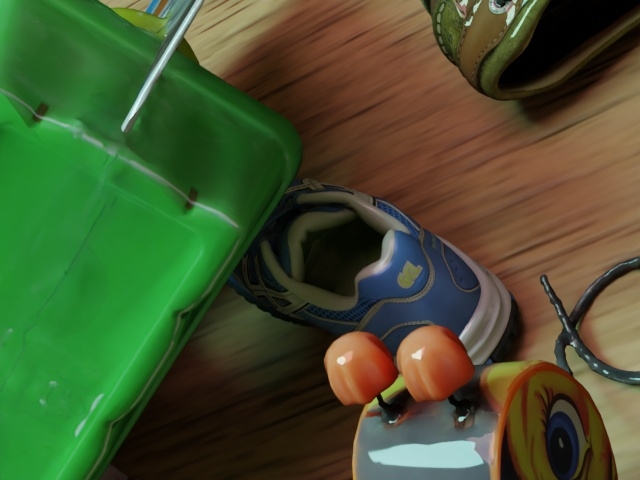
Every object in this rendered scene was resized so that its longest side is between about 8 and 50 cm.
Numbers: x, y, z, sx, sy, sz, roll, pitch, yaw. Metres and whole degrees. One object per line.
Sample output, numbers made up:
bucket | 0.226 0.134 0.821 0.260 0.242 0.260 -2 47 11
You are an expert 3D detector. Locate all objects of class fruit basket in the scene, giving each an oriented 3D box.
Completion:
fruit basket | -0.146 -0.013 0.571 0.327 0.165 0.353 -56 21 13

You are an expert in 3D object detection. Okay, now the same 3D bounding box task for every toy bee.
toy bee | 0.044 0.106 0.371 0.195 0.162 0.298 -28 43 23

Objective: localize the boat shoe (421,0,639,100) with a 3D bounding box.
boat shoe | 0.184 -0.176 0.539 0.307 0.111 0.104 -40 43 22

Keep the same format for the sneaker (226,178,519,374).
sneaker | 0.000 0.000 0.557 0.211 0.081 0.080 19 73 49

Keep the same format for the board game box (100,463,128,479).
board game box | -0.155 0.142 0.619 0.090 0.020 0.090 21 73 48
